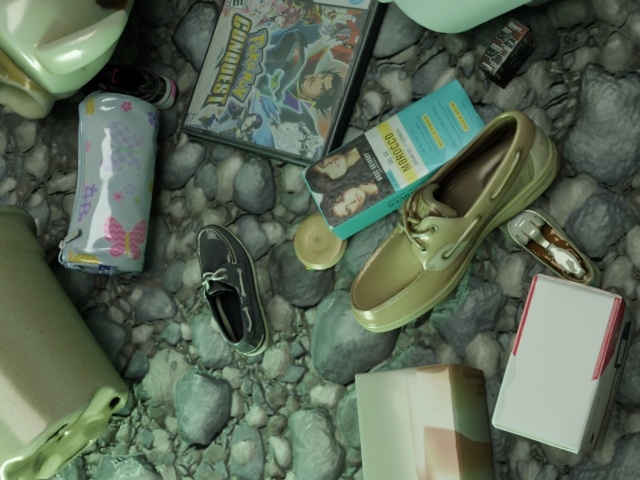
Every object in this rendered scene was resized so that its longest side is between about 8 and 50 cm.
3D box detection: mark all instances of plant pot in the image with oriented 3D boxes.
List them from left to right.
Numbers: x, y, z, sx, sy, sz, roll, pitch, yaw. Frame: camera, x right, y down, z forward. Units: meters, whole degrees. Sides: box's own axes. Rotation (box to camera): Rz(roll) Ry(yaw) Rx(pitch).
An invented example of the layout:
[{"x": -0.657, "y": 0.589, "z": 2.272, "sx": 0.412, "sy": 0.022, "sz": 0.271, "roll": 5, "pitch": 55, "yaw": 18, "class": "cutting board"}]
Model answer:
[{"x": -0.446, "y": 0.172, "z": 1.491, "sx": 0.334, "sy": 0.334, "sz": 0.305, "roll": -46, "pitch": 77, "yaw": 8, "class": "plant pot"}]

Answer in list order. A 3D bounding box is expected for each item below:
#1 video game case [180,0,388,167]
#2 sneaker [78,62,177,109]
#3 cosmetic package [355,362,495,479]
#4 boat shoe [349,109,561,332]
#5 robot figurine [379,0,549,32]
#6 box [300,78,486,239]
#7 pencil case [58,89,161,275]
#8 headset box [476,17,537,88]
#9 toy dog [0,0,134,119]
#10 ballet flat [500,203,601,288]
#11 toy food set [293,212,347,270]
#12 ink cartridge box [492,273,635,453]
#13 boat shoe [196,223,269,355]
[{"x": -0.055, "y": -0.257, "z": 1.542, "sx": 0.248, "sy": 0.035, "sz": 0.275, "roll": 17, "pitch": 87, "yaw": 24, "class": "video game case"}, {"x": -0.309, "y": -0.247, "z": 1.624, "sx": 0.178, "sy": 0.077, "sz": 0.072, "roll": 6, "pitch": 81, "yaw": 24, "class": "sneaker"}, {"x": 0.136, "y": 0.305, "z": 1.289, "sx": 0.129, "sy": 0.153, "sz": 0.296, "roll": -9, "pitch": 78, "yaw": 22, "class": "cosmetic package"}, {"x": 0.149, "y": -0.028, "z": 1.353, "sx": 0.341, "sy": 0.110, "sz": 0.122, "roll": -47, "pitch": 47, "yaw": 8, "class": "boat shoe"}, {"x": 0.206, "y": -0.382, "z": 1.314, "sx": 0.353, "sy": 0.299, "sz": 0.200, "roll": -13, "pitch": 63, "yaw": 56, "class": "robot figurine"}, {"x": 0.104, "y": -0.107, "z": 1.421, "sx": 0.244, "sy": 0.060, "sz": 0.101, "roll": -30, "pitch": 69, "yaw": 9, "class": "box"}, {"x": -0.309, "y": -0.079, "z": 1.568, "sx": 0.124, "sy": 0.113, "sz": 0.273, "roll": 8, "pitch": 80, "yaw": -12, "class": "pencil case"}, {"x": 0.249, "y": -0.249, "z": 1.398, "sx": 0.032, "sy": 0.062, "sz": 0.083, "roll": 40, "pitch": 96, "yaw": 23, "class": "headset box"}, {"x": -0.357, "y": -0.421, "z": 1.547, "sx": 0.395, "sy": 0.284, "sz": 0.408, "roll": 9, "pitch": 58, "yaw": 54, "class": "toy dog"}, {"x": 0.286, "y": 0.001, "z": 1.339, "sx": 0.168, "sy": 0.052, "sz": 0.057, "roll": 41, "pitch": 96, "yaw": 24, "class": "ballet flat"}, {"x": 0.000, "y": 0.000, "z": 1.477, "sx": 0.082, "sy": 0.020, "sz": 0.083, "roll": -16, "pitch": 75, "yaw": 20, "class": "toy food set"}, {"x": 0.284, "y": 0.145, "z": 1.212, "sx": 0.100, "sy": 0.237, "sz": 0.172, "roll": 16, "pitch": 86, "yaw": 22, "class": "ink cartridge box"}, {"x": -0.131, "y": 0.063, "z": 1.495, "sx": 0.075, "sy": 0.065, "sz": 0.206, "roll": -28, "pitch": 70, "yaw": 16, "class": "boat shoe"}]
